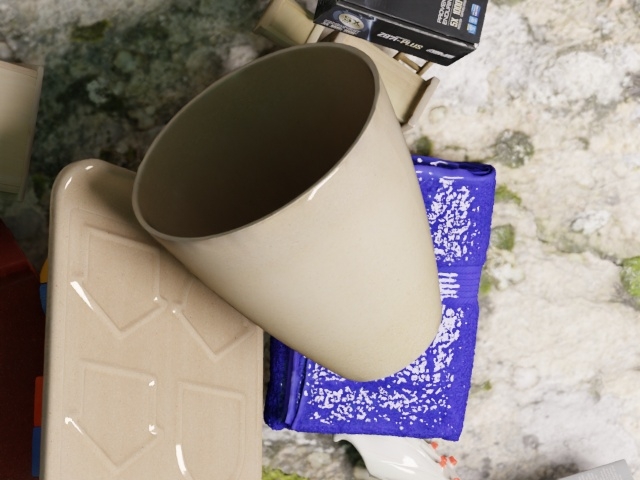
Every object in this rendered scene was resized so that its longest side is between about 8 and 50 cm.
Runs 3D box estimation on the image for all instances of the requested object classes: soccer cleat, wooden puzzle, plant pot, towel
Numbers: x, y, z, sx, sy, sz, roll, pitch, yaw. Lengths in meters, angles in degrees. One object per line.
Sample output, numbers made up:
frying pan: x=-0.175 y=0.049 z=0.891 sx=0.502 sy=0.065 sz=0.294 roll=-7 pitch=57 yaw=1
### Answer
soccer cleat: x=0.097 y=0.252 z=1.875 sx=0.076 sy=0.068 sz=0.196 roll=-42 pitch=105 yaw=14
wooden puzzle: x=-0.169 y=0.123 z=1.624 sx=0.322 sy=0.080 sz=0.348 roll=19 pitch=71 yaw=-54
plant pot: x=0.000 y=0.000 z=1.587 sx=0.256 sy=0.256 sz=0.274 roll=-31 pitch=125 yaw=4
towel: x=0.063 y=0.061 z=1.756 sx=0.227 sy=0.076 sz=0.308 roll=4 pitch=102 yaw=-10
plant pot: x=-0.363 y=0.127 z=1.652 sx=0.235 sy=0.267 sz=0.267 roll=-29 pitch=114 yaw=-10

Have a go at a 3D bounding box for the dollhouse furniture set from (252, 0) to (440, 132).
dollhouse furniture set: x=0.039 y=-0.217 z=1.675 sx=0.182 sy=0.101 sz=0.161 roll=33 pitch=74 yaw=-12

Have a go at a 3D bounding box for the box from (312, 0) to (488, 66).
box: x=0.090 y=-0.278 z=1.604 sx=0.147 sy=0.077 sz=0.180 roll=17 pitch=78 yaw=-15

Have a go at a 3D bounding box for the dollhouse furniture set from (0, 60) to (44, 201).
dollhouse furniture set: x=-0.447 y=-0.178 z=1.606 sx=0.303 sy=0.198 sz=0.287 roll=9 pitch=89 yaw=19

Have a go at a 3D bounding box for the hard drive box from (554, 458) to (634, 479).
hard drive box: x=0.251 y=0.356 z=1.888 sx=0.232 sy=0.089 sz=0.181 roll=-17 pitch=143 yaw=-1
